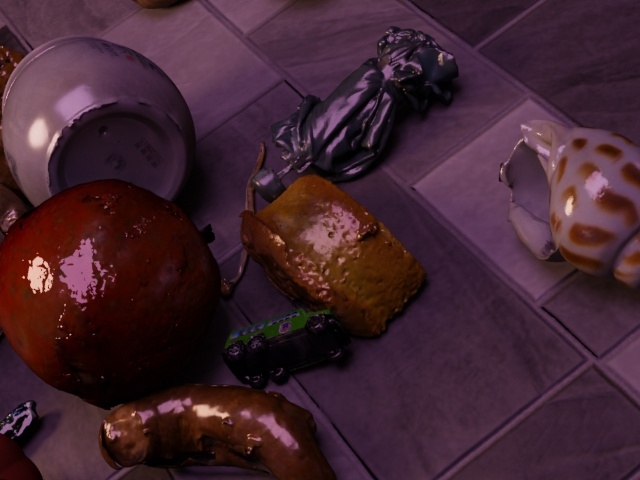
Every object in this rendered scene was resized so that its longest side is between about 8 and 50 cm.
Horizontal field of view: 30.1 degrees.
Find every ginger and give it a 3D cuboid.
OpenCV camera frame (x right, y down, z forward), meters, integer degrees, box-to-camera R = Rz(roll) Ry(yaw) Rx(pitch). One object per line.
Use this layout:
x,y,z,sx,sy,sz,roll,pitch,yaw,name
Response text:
-0.475,-0.043,1.774,0.137,0.213,0.074,19,62,49,ginger
-0.119,0.238,1.461,0.309,0.107,0.133,1,40,20,ginger

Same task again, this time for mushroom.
-0.106,-0.035,1.735,0.026,0.028,0.286,-44,26,50,mushroom

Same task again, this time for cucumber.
-0.473,0.312,1.597,0.043,0.044,0.257,40,75,17,cucumber

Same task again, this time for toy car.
-0.043,0.131,1.527,0.165,0.071,0.062,-20,36,19,toy car

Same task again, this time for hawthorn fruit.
-0.284,0.062,1.559,0.316,0.316,0.316,-12,49,15,hawthorn fruit

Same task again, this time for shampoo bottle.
-0.333,-0.160,1.764,0.273,0.273,0.266,-34,39,-5,shampoo bottle

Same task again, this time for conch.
0.338,-0.038,1.450,0.148,0.183,0.275,-1,52,-17,conch

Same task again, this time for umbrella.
0.043,-0.176,1.730,0.349,0.094,0.143,-43,55,-10,umbrella

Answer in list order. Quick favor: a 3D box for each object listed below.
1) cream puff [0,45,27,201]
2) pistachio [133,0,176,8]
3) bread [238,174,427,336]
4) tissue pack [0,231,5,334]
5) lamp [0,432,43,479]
-0.581,-0.188,1.929,0.343,0.231,0.327,-35,44,-5,cream puff
-0.267,-0.481,2.117,0.185,0.126,0.108,-30,90,-5,pistachio
0.001,0.004,1.570,0.160,0.147,0.260,-40,48,-7,bread
-0.663,0.082,1.759,0.380,0.207,0.297,13,58,31,tissue pack
-0.451,0.337,1.466,0.227,0.227,0.227,-12,49,15,lamp
